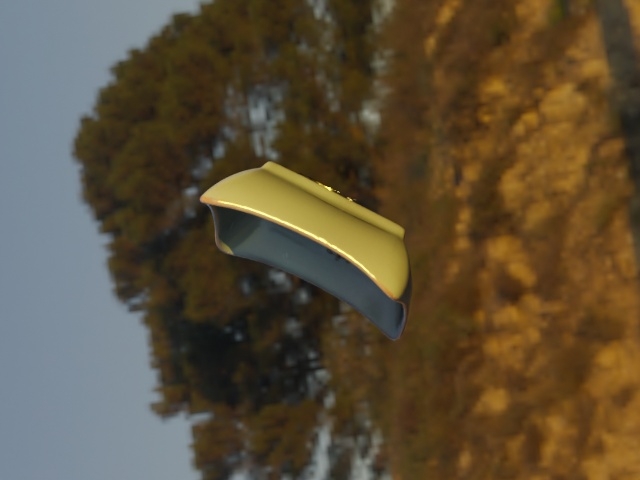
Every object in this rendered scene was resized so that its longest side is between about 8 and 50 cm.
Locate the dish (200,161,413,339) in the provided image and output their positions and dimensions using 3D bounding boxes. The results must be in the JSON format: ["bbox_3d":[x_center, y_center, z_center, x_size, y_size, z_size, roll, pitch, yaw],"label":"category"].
[{"bbox_3d":[0.000,0.000,1.443,0.077,0.212,0.151,-60,-13,-15],"label":"dish"}]
